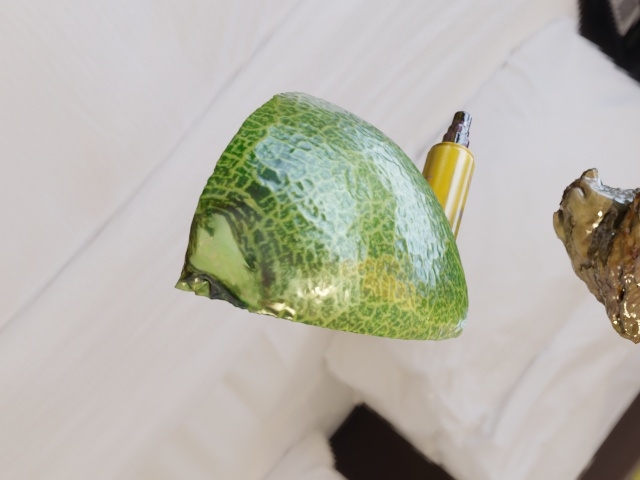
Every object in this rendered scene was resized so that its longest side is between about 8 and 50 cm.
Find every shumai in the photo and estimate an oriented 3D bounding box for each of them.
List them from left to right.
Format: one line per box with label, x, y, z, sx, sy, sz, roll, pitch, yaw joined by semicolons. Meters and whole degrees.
shumai;0.423;0.001;1.675;0.184;0.185;0.218;-23;120;-24

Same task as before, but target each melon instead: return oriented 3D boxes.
melon;0.000;0.000;1.286;0.226;0.331;0.343;-24;179;16

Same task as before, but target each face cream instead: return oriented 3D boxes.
face cream;0.189;-0.086;1.834;0.078;0.078;0.273;85;19;-56
